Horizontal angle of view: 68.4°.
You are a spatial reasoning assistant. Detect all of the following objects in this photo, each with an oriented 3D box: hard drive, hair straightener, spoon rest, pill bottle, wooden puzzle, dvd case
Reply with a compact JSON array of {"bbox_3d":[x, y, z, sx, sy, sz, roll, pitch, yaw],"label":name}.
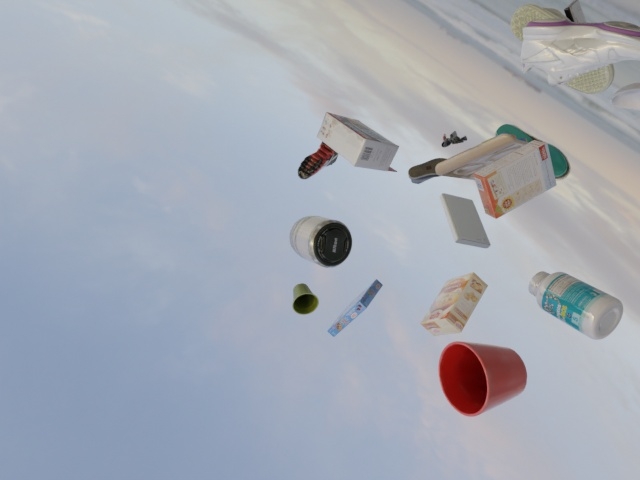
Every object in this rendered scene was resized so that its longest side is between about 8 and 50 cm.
[{"bbox_3d":[0.744,-0.104,2.434,0.203,0.040,0.307,10,-131,-21],"label":"hard drive"},{"bbox_3d":[0.489,-0.376,1.723,0.230,0.089,0.047,-36,-68,-67],"label":"hair straightener"},{"bbox_3d":[1.186,-0.507,1.694,0.277,0.137,0.084,2,-101,-9],"label":"spoon rest"},{"bbox_3d":[0.808,0.194,1.519,0.146,0.146,0.264,15,-166,-31],"label":"pill bottle"},{"bbox_3d":[0.669,-0.328,1.847,0.348,0.322,0.080,4,-109,-42],"label":"wooden puzzle"},{"bbox_3d":[0.987,-0.770,1.772,0.180,0.022,0.252,-44,-70,-42],"label":"dvd case"}]

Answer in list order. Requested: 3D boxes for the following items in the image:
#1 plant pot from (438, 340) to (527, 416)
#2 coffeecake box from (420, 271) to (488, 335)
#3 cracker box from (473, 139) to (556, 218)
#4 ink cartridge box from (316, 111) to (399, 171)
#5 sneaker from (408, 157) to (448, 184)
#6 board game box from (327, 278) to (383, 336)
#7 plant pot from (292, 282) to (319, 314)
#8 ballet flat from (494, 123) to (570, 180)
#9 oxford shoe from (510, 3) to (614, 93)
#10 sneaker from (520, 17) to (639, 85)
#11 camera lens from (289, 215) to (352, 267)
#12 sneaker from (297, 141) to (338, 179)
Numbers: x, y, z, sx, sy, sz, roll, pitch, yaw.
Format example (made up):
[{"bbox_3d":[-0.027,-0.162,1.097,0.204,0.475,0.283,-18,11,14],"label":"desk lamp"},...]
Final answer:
[{"bbox_3d":[0.635,0.519,1.816,0.244,0.274,0.274,1,-140,-27],"label":"plant pot"},{"bbox_3d":[0.411,0.199,1.455,0.068,0.142,0.185,42,-115,-5],"label":"coffeecake box"},{"bbox_3d":[0.616,-0.193,1.488,0.155,0.233,0.067,64,176,-26],"label":"cracker box"},{"bbox_3d":[0.186,-0.435,2.095,0.272,0.129,0.309,2,-148,-39],"label":"ink cartridge box"},{"bbox_3d":[0.542,-0.338,2.297,0.118,0.222,0.083,33,-130,-71],"label":"sneaker"},{"bbox_3d":[0.125,0.246,1.713,0.039,0.211,0.160,43,-141,4],"label":"board game box"},{"bbox_3d":[-0.055,0.176,1.476,0.084,0.083,0.079,19,-158,-25],"label":"plant pot"},{"bbox_3d":[0.910,-0.363,2.017,0.139,0.139,0.400,8,-146,-39],"label":"ballet flat"},{"bbox_3d":[0.854,-0.679,1.640,0.130,0.169,0.449,-11,-125,-30],"label":"oxford shoe"},{"bbox_3d":[0.635,-0.443,1.127,0.305,0.152,0.114,24,-140,35],"label":"sneaker"},{"bbox_3d":[0.000,0.000,2.192,0.220,0.219,0.274,16,-179,-30],"label":"camera lens"},{"bbox_3d":[0.004,-0.391,2.290,0.098,0.276,0.135,42,177,20],"label":"sneaker"}]
